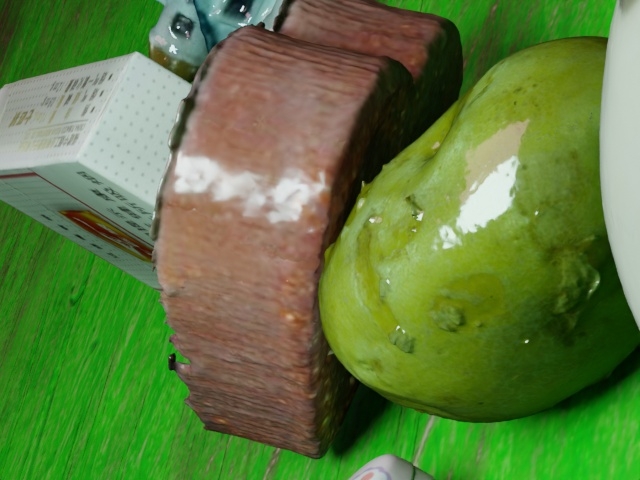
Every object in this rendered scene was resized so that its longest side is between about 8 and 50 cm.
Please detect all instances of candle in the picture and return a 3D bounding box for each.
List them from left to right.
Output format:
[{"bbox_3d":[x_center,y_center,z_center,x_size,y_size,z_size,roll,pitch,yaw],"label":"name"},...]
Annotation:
[{"bbox_3d":[0.000,0.000,1.187,0.317,0.131,0.287,-37,-38,-69],"label":"candle"}]

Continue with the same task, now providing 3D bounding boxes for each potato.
[{"bbox_3d":[0.099,0.004,0.991,0.186,0.148,0.253,-34,-18,-32],"label":"potato"}]

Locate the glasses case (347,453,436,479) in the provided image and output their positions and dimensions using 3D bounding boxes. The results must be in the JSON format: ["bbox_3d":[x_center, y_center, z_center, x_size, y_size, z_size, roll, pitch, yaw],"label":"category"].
[{"bbox_3d":[-0.010,0.240,1.012,0.297,0.075,0.113,-64,4,-37],"label":"glasses case"}]

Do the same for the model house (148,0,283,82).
[{"bbox_3d":[-0.085,-0.232,1.657,0.184,0.253,0.291,-72,4,-63],"label":"model house"}]

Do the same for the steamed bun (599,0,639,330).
[{"bbox_3d":[0.245,-0.039,0.541,0.334,0.334,0.374,-66,17,-16],"label":"steamed bun"}]

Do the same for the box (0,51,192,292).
[{"bbox_3d":[-0.128,-0.041,1.494,0.095,0.210,0.330,-62,22,-11],"label":"box"}]
